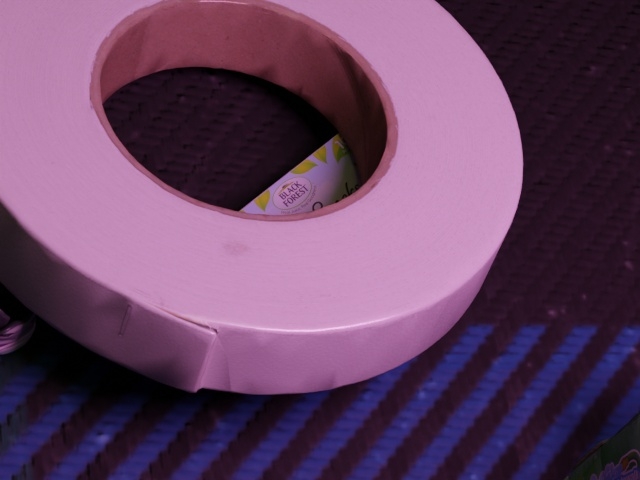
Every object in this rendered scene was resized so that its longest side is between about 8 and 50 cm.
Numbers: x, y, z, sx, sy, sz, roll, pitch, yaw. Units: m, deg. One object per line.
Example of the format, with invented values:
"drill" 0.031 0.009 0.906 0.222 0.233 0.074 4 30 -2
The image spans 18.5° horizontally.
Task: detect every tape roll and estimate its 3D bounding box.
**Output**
"tape roll" -0.057 -0.069 1.311 0.392 0.072 0.392 10 48 -11

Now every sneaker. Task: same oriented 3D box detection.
"sneaker" -0.219 0.055 1.230 0.098 0.069 0.038 -31 77 -32

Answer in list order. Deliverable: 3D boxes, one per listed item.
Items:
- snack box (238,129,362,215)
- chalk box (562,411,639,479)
"snack box" 0.000 0.000 1.364 0.100 0.037 0.141 45 56 8
"chalk box" 0.257 0.217 1.265 0.180 0.179 0.289 7 60 -17
